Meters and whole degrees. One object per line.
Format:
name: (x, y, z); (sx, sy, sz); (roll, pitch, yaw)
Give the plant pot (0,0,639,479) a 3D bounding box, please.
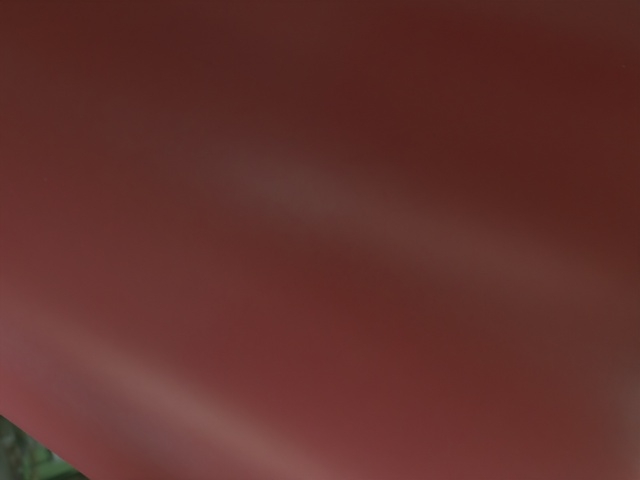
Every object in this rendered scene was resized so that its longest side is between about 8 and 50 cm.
plant pot: (0.000, 0.000, 0.530); (0.243, 0.275, 0.275); (24, 125, 6)
